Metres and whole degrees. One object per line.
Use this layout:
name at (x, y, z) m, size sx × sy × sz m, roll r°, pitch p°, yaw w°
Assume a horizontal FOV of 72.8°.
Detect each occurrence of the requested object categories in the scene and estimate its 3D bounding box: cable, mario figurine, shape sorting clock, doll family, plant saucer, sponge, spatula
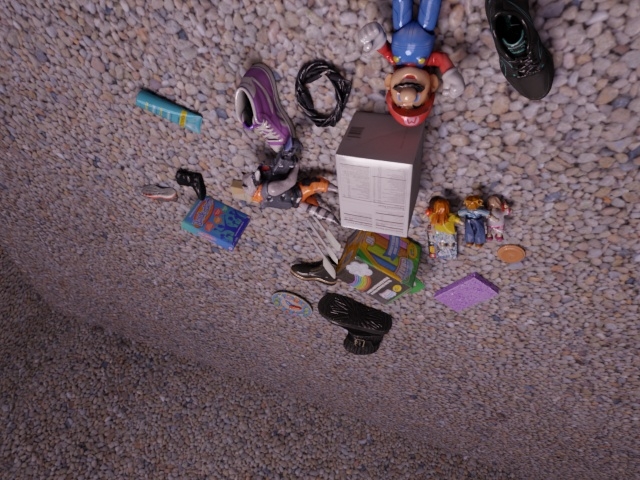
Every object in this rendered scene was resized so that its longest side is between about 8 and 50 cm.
cable at (-0.002, -0.383, 1.166) m, size 0.150 × 0.047 × 0.185 m, roll 23°, pitch 143°, yaw 0°
mario figurine at (0.202, -0.394, 0.942) m, size 0.198 × 0.170 × 0.321 m, roll 39°, pitch 148°, yaw 41°
shape sorting clock at (-0.137, 0.308, 2.065) m, size 0.206 × 0.040 × 0.206 m, roll 14°, pitch 141°, yaw 12°
doll family at (0.418, -0.058, 1.270) m, size 0.262 × 0.118 × 0.163 m, roll 1°, pitch 123°, yaw 27°
plant saucer at (0.612, 0.044, 1.395) m, size 0.083 × 0.013 × 0.084 m, roll 14°, pitch 142°, yaw 12°
sponge at (0.533, 0.194, 1.599) m, size 0.117 × 0.031 × 0.210 m, roll 33°, pitch 141°, yaw -12°
spatula at (0.000, 0.000, 1.504) m, size 0.242 × 0.019 × 0.168 m, roll 53°, pitch 154°, yaw 38°

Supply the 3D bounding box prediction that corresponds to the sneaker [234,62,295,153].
sneaker at (-0.165, -0.327, 1.224) m, size 0.102 × 0.161 × 0.282 m, roll 0°, pitch 138°, yaw 24°

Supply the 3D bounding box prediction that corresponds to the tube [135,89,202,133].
tube at (-0.476, -0.408, 1.380) m, size 0.206 × 0.052 × 0.080 m, roll 23°, pitch 152°, yaw -10°

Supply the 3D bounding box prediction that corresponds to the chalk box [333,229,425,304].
chalk box at (0.226, 0.090, 1.504) m, size 0.288 × 0.179 × 0.180 m, roll 29°, pitch 146°, yaw -10°

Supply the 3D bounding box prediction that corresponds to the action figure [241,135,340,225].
action figure at (-0.082, -0.163, 1.336) m, size 0.329 × 0.179 × 0.341 m, roll 9°, pitch 162°, yaw -11°

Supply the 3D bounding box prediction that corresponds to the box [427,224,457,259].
box at (0.406, 0.007, 1.442) m, size 0.093 × 0.027 × 0.137 m, roll 4°, pitch 138°, yaw 21°

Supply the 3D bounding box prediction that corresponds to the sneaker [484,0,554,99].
sneaker at (0.409, -0.391, 0.903) m, size 0.101 × 0.106 × 0.267 m, roll -17°, pitch 129°, yaw 38°

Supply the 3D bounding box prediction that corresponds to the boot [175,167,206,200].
boot at (-0.484, -0.208, 1.619) m, size 0.099 × 0.045 × 0.121 m, roll 11°, pitch 134°, yaw 11°

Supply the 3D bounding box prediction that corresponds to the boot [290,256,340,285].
boot at (-0.015, 0.101, 1.741) m, size 0.197 × 0.077 × 0.137 m, roll 11°, pitch 138°, yaw -6°

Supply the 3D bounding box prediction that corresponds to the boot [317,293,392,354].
boot at (0.131, 0.391, 1.955) m, size 0.347 × 0.131 × 0.260 m, roll 22°, pitch 142°, yaw 1°

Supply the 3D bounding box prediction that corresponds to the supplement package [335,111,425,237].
supplement package at (0.167, -0.180, 1.197) m, size 0.197 × 0.199 × 0.263 m, roll 10°, pitch 141°, yaw 16°

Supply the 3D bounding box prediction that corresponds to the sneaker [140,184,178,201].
sneaker at (-0.640, -0.175, 1.728) m, size 0.157 × 0.061 × 0.065 m, roll 11°, pitch 147°, yaw 16°

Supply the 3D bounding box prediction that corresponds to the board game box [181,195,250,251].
board game box at (-0.393, -0.069, 1.645) m, size 0.210 × 0.160 × 0.047 m, roll 25°, pitch 142°, yaw -4°

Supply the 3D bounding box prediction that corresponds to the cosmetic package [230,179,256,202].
cosmetic package at (-0.258, -0.174, 1.549) m, size 0.114 × 0.041 × 0.060 m, roll 12°, pitch 141°, yaw 14°
